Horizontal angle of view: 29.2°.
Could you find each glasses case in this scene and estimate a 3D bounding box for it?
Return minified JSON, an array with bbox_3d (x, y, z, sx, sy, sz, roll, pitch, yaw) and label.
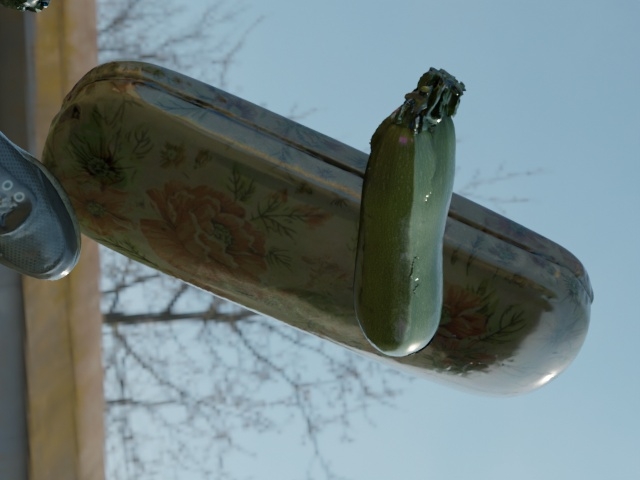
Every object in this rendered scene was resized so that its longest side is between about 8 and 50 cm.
[{"bbox_3d":[0.000,0.000,0.918,0.156,0.426,0.098,122,-12,-46],"label":"glasses case"}]

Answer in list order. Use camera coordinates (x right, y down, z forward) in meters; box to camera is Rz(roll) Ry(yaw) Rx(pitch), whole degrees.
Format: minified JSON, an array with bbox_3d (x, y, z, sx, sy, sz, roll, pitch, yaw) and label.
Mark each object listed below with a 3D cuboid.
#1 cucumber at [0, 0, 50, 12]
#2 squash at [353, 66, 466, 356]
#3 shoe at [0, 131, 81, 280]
[{"bbox_3d":[-0.358,-0.277,1.145,0.044,0.257,0.043,-60,168,13],"label":"cucumber"},{"bbox_3d":[0.044,-0.008,0.644,0.052,0.052,0.183,-117,-158,-45],"label":"squash"},{"bbox_3d":[-0.228,-0.046,0.796,0.194,0.074,0.077,56,1,-18],"label":"shoe"}]
